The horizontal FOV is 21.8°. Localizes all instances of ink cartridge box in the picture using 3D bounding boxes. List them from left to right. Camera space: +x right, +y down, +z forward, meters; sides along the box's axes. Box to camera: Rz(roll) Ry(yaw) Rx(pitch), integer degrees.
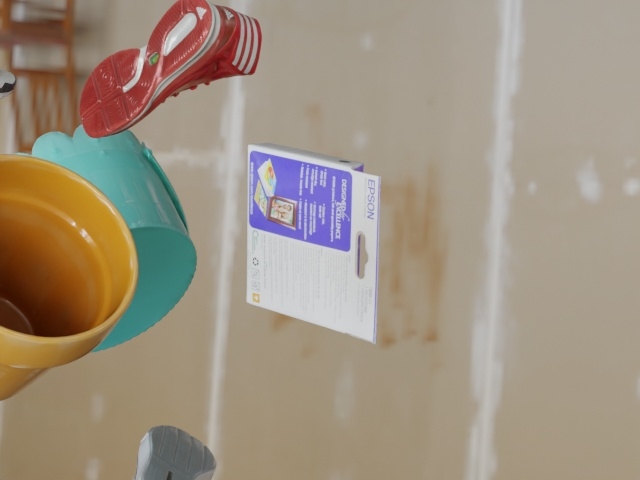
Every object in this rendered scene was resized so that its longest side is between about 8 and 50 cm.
[{"bbox_3d":[0.000,0.000,1.971,0.208,0.206,0.045,16,-157,39],"label":"ink cartridge box"}]

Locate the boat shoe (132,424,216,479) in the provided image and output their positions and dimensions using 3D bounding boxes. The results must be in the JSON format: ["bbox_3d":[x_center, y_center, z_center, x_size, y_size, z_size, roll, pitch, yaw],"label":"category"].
[{"bbox_3d":[-0.214,0.327,2.203,0.109,0.094,0.302,33,-169,-1],"label":"boat shoe"}]

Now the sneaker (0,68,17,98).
[{"bbox_3d":[-0.367,-0.183,1.787,0.109,0.044,0.040,8,-146,-49],"label":"sneaker"}]

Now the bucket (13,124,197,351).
[{"bbox_3d":[-0.307,0.005,2.201,0.281,0.281,0.183,7,-140,-46],"label":"bucket"}]

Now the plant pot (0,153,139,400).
[{"bbox_3d":[-0.301,0.054,1.576,0.205,0.205,0.188,5,144,-29],"label":"plant pot"}]

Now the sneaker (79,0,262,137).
[{"bbox_3d":[-0.146,-0.167,1.747,0.221,0.087,0.128,-31,155,37],"label":"sneaker"}]
